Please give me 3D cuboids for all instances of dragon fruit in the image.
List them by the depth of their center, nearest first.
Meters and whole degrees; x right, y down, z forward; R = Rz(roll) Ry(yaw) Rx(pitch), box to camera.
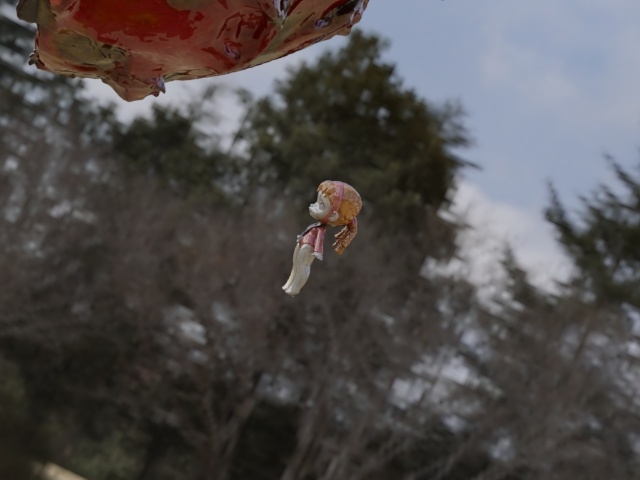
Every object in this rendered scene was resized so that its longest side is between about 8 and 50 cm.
[{"bbox_3d":[-0.005,-0.177,0.703,0.211,0.262,0.134,16,1,-12],"label":"dragon fruit"}]

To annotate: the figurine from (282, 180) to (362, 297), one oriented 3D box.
[{"bbox_3d":[0.000,0.000,1.352,0.047,0.109,0.064,27,5,-16],"label":"figurine"}]
